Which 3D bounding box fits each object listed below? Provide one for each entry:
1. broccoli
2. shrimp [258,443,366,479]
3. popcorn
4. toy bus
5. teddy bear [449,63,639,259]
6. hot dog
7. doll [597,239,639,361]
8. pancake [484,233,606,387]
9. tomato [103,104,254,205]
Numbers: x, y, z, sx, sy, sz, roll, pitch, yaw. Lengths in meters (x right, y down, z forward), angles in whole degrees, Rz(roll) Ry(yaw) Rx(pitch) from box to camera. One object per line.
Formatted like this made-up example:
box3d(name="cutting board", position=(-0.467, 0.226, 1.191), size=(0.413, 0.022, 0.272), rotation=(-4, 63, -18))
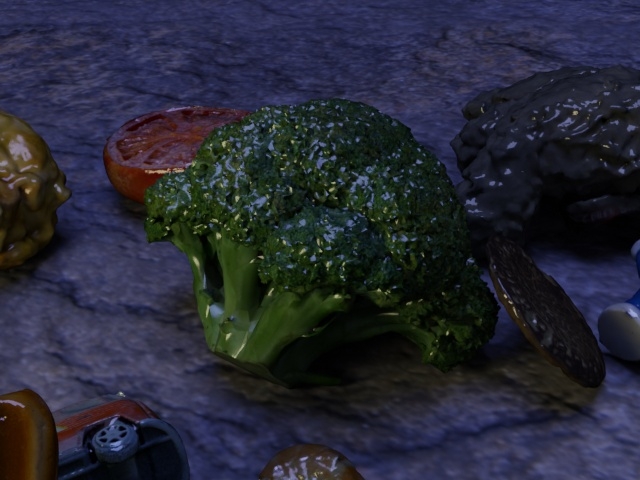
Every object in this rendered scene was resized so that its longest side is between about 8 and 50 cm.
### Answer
box3d(name="broccoli", position=(-0.001, -0.002, 1.140), size=(0.413, 0.321, 0.310), rotation=(24, 49, 12))
box3d(name="shrimp", position=(0.009, 0.243, 0.977), size=(0.099, 0.041, 0.180), rotation=(-25, 39, -27))
box3d(name="popcorn", position=(-0.431, -0.070, 1.385), size=(0.191, 0.190, 0.253), rotation=(-22, 32, -37))
box3d(name="toy bus", position=(-0.257, 0.227, 0.971), size=(0.265, 0.121, 0.120), rotation=(-21, 27, -24))
box3d(name="teddy bear", position=(0.337, -0.123, 1.405), size=(0.357, 0.224, 0.367), rotation=(-2, 18, 6))
box3d(name="hot dog", position=(-0.264, 0.249, 0.840), size=(0.115, 0.269, 0.072), rotation=(10, -12, -37))
box3d(name="doll", position=(0.421, 0.054, 1.144), size=(0.257, 0.161, 0.215), rotation=(-36, 55, -16))
box3d(name="pancake", position=(0.232, 0.071, 1.117), size=(0.021, 0.199, 0.199), rotation=(-40, 25, 21))
box3d(name="tomato", position=(-0.177, -0.108, 1.498), size=(0.236, 0.095, 0.237), rotation=(-6, 30, 3))
